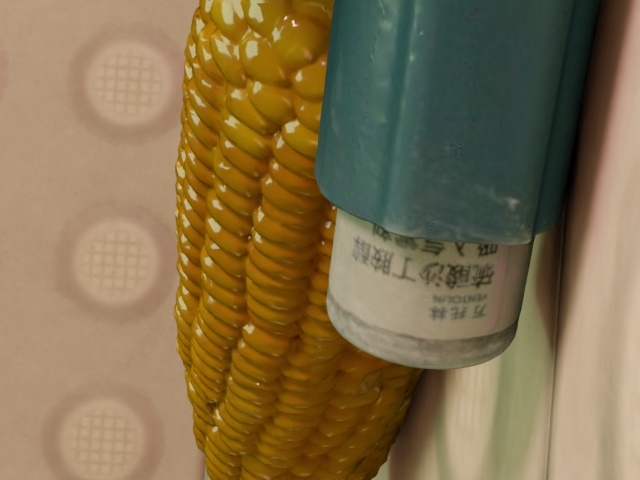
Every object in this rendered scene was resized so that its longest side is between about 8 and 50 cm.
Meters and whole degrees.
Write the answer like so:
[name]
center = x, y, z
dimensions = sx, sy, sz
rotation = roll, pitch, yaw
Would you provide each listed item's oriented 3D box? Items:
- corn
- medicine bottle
[corn]
center = 0.000, 0.000, 0.780
dimensions = 0.363, 0.120, 0.120
rotation = 95, 176, -51
[medicine bottle]
center = 0.045, -0.093, 0.566
dimensions = 0.124, 0.079, 0.258
rotation = -101, 16, -64
